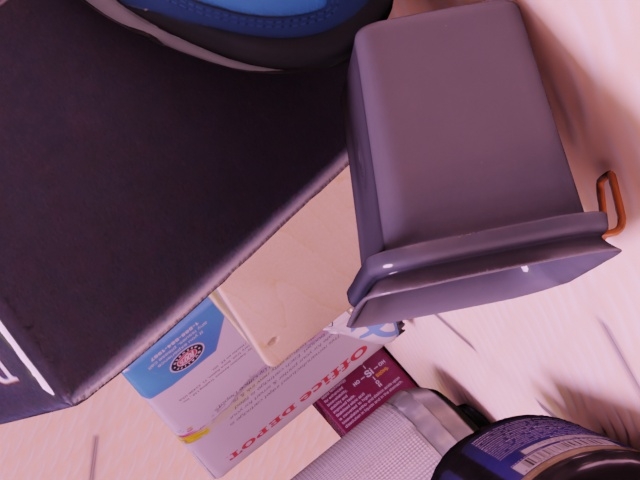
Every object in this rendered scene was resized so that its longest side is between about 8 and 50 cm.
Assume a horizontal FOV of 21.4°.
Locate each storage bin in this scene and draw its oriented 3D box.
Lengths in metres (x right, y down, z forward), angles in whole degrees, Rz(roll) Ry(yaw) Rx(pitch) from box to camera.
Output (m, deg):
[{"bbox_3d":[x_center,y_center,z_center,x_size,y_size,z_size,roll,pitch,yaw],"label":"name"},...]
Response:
[{"bbox_3d":[0.050,-0.026,0.591,0.135,0.098,0.091,108,151,-83],"label":"storage bin"}]

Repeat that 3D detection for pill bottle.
[{"bbox_3d":[0.123,0.157,0.894,0.123,0.123,0.219,52,174,-6],"label":"pill bottle"}]

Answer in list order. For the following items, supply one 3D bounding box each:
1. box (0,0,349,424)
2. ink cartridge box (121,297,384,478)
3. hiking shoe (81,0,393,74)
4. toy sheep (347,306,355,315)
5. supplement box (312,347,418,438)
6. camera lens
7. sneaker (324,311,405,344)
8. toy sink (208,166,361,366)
[{"bbox_3d":[-0.215,-0.127,0.698,0.293,0.212,0.395,-19,109,50],"label":"box"},{"bbox_3d":[-0.098,0.031,1.398,0.197,0.198,0.270,48,172,27],"label":"ink cartridge box"},{"bbox_3d":[-0.070,-0.164,0.526,0.304,0.113,0.132,47,164,-25],"label":"hiking shoe"},{"bbox_3d":[0.000,0.000,1.061,0.132,0.091,0.091,53,176,43],"label":"toy sheep"},{"bbox_3d":[0.038,0.144,1.593,0.188,0.081,0.104,48,173,28],"label":"supplement box"},{"bbox_3d":[0.051,0.266,1.315,0.219,0.274,0.219,51,173,8],"label":"camera lens"},{"bbox_3d":[-0.014,0.030,1.210,0.085,0.086,0.237,54,-169,33],"label":"sneaker"},{"bbox_3d":[-0.069,-0.068,0.949,0.234,0.131,0.153,48,172,27],"label":"toy sink"}]
